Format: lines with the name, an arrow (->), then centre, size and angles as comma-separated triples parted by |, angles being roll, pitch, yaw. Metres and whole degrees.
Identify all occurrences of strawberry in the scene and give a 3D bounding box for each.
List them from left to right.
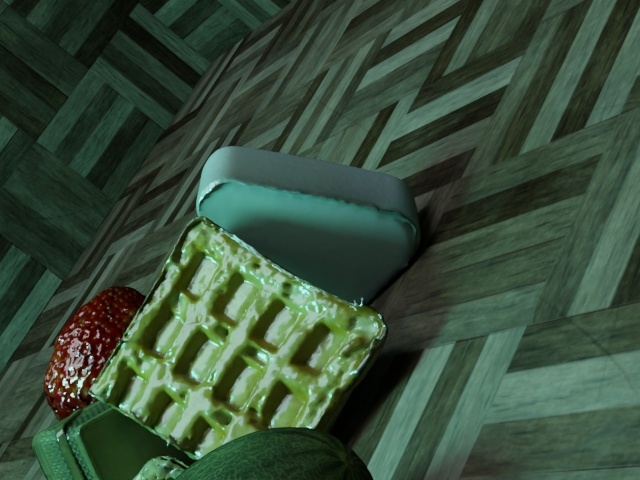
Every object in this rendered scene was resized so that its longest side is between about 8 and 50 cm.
strawberry -> -0.390, 0.223, 2.233 | 0.250, 0.239, 0.288 | -9, 68, 50

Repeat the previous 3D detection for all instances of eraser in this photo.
eraser -> 0.000, 0.000, 1.793 | 0.331, 0.331, 0.150 | -44, 17, 21

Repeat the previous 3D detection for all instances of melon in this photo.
melon -> -0.069, 0.332, 1.257 | 0.301, 0.237, 0.237 | -48, 18, 9

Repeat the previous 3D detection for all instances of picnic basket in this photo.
picnic basket -> -0.273, 0.303, 1.781 | 0.267, 0.165, 0.139 | -28, 6, -43

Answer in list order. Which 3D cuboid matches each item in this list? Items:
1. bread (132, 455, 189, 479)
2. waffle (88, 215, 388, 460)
bread -> -0.176, 0.448, 1.581 | 0.248, 0.279, 0.315 | -54, -25, -10
waffle -> -0.108, 0.160, 1.604 | 0.348, 0.077, 0.304 | 29, 83, 28
